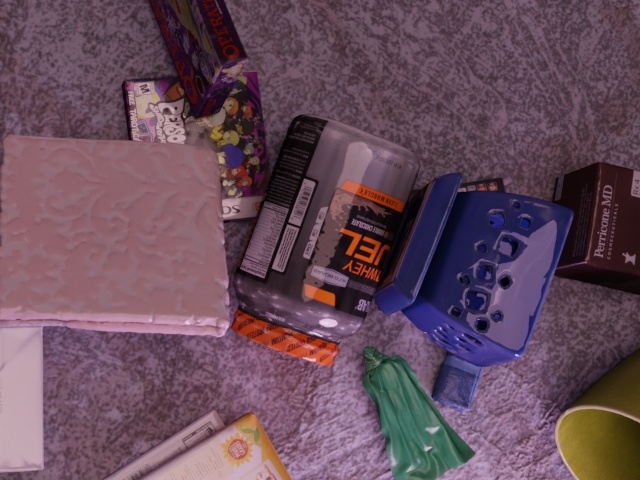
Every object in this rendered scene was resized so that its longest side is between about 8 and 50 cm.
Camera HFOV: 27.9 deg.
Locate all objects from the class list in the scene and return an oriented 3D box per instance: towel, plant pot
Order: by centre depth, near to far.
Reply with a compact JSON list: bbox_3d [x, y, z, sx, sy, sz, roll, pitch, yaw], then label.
[{"bbox_3d":[-0.290,-0.010,1.802,0.317,0.053,0.332,2,50,-12],"label":"towel"},{"bbox_3d":[0.213,0.038,1.909,0.212,0.236,0.236,23,80,-4],"label":"plant pot"},{"bbox_3d":[0.563,0.262,2.034,0.275,0.275,0.293,47,60,-6],"label":"plant pot"},{"bbox_3d":[0.224,0.208,2.050,0.067,0.029,0.119,24,79,-10],"label":"towel"}]

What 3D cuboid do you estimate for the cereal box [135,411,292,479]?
[{"bbox_3d":[-0.161,0.386,1.896,0.240,0.047,0.173,-29,92,-16],"label":"cereal box"}]

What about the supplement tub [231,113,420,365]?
[{"bbox_3d":[0.000,0.000,1.908,0.207,0.207,0.338,20,90,-12],"label":"supplement tub"}]

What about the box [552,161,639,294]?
[{"bbox_3d":[0.490,-0.014,2.073,0.203,0.167,0.168,12,81,-13],"label":"box"}]

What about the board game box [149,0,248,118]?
[{"bbox_3d":[-0.207,-0.372,1.883,0.056,0.208,0.347,-20,80,-16],"label":"board game box"}]

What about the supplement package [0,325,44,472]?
[{"bbox_3d":[-0.459,0.217,1.779,0.149,0.203,0.194,0,83,-14],"label":"supplement package"}]

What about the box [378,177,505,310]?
[{"bbox_3d":[0.191,0.005,2.050,0.231,0.056,0.183,-8,85,-15],"label":"box"}]

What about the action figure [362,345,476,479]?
[{"bbox_3d":[0.128,0.264,2.001,0.137,0.063,0.232,-29,96,-14],"label":"action figure"}]

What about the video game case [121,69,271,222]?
[{"bbox_3d":[-0.186,-0.138,1.973,0.210,0.042,0.232,-6,85,-17],"label":"video game case"}]

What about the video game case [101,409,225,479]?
[{"bbox_3d":[-0.196,0.383,1.924,0.201,0.023,0.183,-32,92,-17],"label":"video game case"}]
